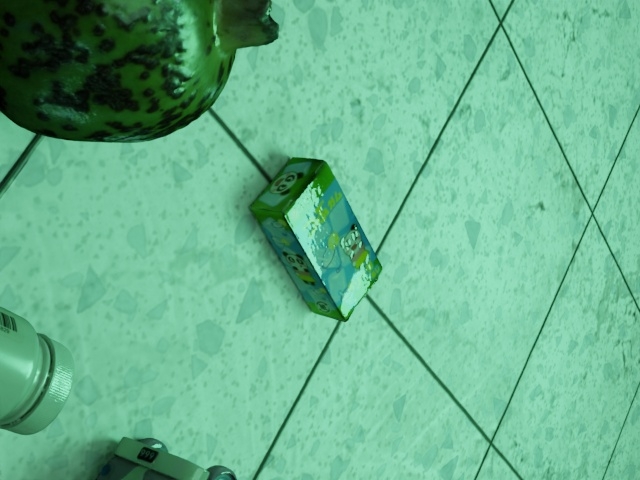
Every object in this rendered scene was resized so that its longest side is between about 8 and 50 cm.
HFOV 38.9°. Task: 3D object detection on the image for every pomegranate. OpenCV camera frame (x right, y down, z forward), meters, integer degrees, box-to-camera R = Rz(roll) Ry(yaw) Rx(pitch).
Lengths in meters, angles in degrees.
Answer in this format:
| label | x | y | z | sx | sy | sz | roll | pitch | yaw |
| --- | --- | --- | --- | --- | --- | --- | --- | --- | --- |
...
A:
| label | x | y | z | sx | sy | sz | roll | pitch | yaw |
| --- | --- | --- | --- | --- | --- | --- | --- | --- | --- |
| pomegranate | -0.165 | -0.194 | 0.754 | 0.254 | 0.271 | 0.254 | 3 | 90 | -86 |

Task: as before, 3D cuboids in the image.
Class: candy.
| label | x | y | z | sx | sy | sz | roll | pitch | yaw |
| --- | --- | --- | --- | --- | --- | --- | --- | --- | --- |
| candy | 0.000 | 0.000 | 1.118 | 0.097 | 0.062 | 0.194 | -51 | 132 | -28 |

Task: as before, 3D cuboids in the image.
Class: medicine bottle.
| label | x | y | z | sx | sy | sz | roll | pitch | yaw |
| --- | --- | --- | --- | --- | --- | --- | --- | --- | --- |
| medicine bottle | -0.306 | 0.095 | 0.759 | 0.187 | 0.103 | 0.102 | 37 | 69 | -46 |

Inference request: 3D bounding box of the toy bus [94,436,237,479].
| label | x | y | z | sx | sy | sz | roll | pitch | yaw |
| --- | --- | --- | --- | --- | --- | --- | --- | --- | --- |
| toy bus | -0.144 | 0.305 | 0.954 | 0.202 | 0.142 | 0.142 | 48 | 62 | -43 |
